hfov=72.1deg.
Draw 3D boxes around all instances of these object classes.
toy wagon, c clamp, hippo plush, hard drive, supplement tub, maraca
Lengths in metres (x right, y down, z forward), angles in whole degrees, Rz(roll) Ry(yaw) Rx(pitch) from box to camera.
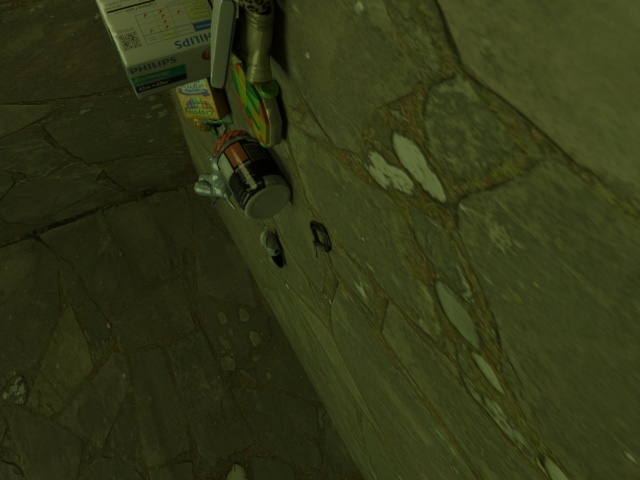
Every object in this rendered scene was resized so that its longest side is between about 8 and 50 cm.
[{"bbox_3d":[-0.213,-0.465,1.392,0.344,0.068,0.267,61,162,16],"label":"toy wagon"},{"bbox_3d":[0.000,0.000,1.470,0.160,0.022,0.137,-165,57,-71],"label":"c clamp"},{"bbox_3d":[-0.533,-0.342,2.244,0.294,0.234,0.237,-92,6,-52],"label":"hippo plush"},{"bbox_3d":[-0.259,-0.576,1.156,0.210,0.040,0.319,112,155,-42],"label":"hard drive"},{"bbox_3d":[-0.257,-0.246,1.613,0.316,0.193,0.194,58,162,26],"label":"supplement tub"},{"bbox_3d":[-0.634,-0.642,2.410,0.186,0.099,0.127,45,177,-30],"label":"maraca"}]

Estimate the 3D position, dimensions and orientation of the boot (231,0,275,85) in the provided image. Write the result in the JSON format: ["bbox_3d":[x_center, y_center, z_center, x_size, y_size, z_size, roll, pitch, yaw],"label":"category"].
[{"bbox_3d":[-0.181,-0.557,1.129,0.203,0.095,0.262,103,152,-54],"label":"boot"}]

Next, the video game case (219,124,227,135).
[{"bbox_3d":[-0.508,-0.613,2.185,0.157,0.019,0.143,68,163,-6],"label":"video game case"}]

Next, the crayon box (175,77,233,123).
[{"bbox_3d":[-0.523,-0.644,1.907,0.203,0.083,0.323,9,131,26],"label":"crayon box"}]

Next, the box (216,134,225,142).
[{"bbox_3d":[-0.420,-0.441,2.071,0.324,0.067,0.063,37,148,57],"label":"box"}]

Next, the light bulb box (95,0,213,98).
[{"bbox_3d":[-0.571,-0.763,1.579,0.361,0.357,0.225,66,165,4],"label":"light bulb box"}]

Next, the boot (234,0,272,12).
[{"bbox_3d":[-0.188,-0.697,0.896,0.377,0.138,0.284,57,162,11],"label":"boot"}]

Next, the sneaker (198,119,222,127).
[{"bbox_3d":[-0.497,-0.656,2.012,0.124,0.107,0.283,25,138,22],"label":"sneaker"}]

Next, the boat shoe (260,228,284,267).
[{"bbox_3d":[-0.221,0.044,2.127,0.081,0.079,0.227,39,156,43],"label":"boat shoe"}]
